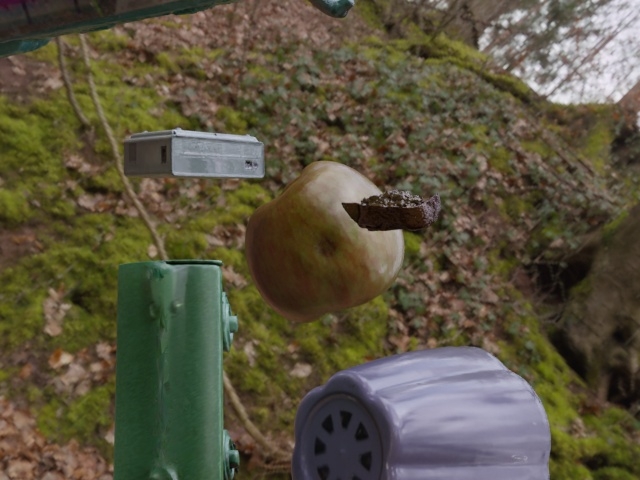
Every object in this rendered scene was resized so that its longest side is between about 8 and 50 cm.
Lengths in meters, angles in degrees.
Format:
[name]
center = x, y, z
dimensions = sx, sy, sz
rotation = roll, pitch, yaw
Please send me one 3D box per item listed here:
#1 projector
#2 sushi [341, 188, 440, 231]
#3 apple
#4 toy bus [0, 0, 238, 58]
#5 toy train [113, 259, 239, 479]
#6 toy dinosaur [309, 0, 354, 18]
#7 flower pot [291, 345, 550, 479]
[projector]
center = -0.163, -0.110, 0.948
dimensions = 0.115, 0.061, 0.147
rotation = 2, 3, 44
[sushi]
center = 0.089, -0.039, 0.934
dimensions = 0.120, 0.052, 0.055
rotation = 0, -71, 37
[apple]
center = 0.000, 0.000, 1.200
dimensions = 0.264, 0.264, 0.264
rotation = 46, -9, 10
[toy bus]
center = -0.180, -0.183, 0.478
dimensions = 0.091, 0.261, 0.109
rotation = -78, 158, -71
[toy train]
center = -0.156, 0.167, 0.813
dimensions = 0.202, 0.120, 0.301
rotation = 95, -7, -76
[toy dinosaur]
center = -0.167, -0.415, 1.224
dimensions = 0.331, 0.383, 0.129
rotation = 43, 35, -61
[flower pot]
center = 0.106, 0.251, 0.894
dimensions = 0.243, 0.265, 0.265
rotation = 15, 15, -40
